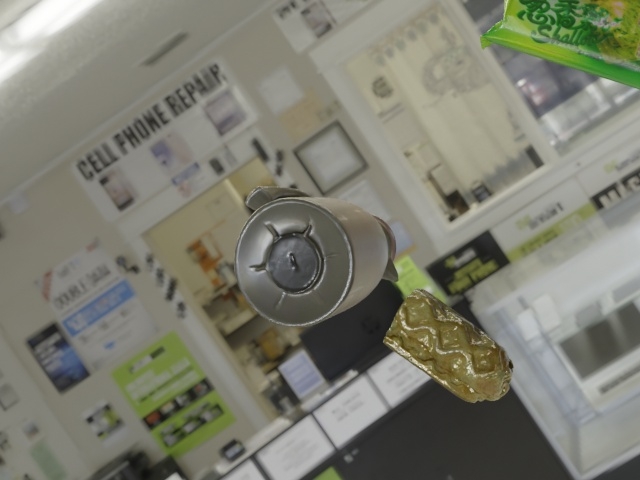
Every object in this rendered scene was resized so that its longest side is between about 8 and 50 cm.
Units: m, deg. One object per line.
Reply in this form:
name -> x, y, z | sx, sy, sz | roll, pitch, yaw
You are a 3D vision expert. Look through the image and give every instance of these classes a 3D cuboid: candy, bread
candy -> 0.216, -0.166, 0.762 | 0.032, 0.178, 0.102 | 98, -168, -74
bread -> 0.109, 0.090, 0.837 | 0.060, 0.110, 0.066 | -52, -8, -24

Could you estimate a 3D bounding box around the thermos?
thermos -> 0.000, 0.000, 0.902 | 0.105, 0.137, 0.193 | -54, -14, 17
